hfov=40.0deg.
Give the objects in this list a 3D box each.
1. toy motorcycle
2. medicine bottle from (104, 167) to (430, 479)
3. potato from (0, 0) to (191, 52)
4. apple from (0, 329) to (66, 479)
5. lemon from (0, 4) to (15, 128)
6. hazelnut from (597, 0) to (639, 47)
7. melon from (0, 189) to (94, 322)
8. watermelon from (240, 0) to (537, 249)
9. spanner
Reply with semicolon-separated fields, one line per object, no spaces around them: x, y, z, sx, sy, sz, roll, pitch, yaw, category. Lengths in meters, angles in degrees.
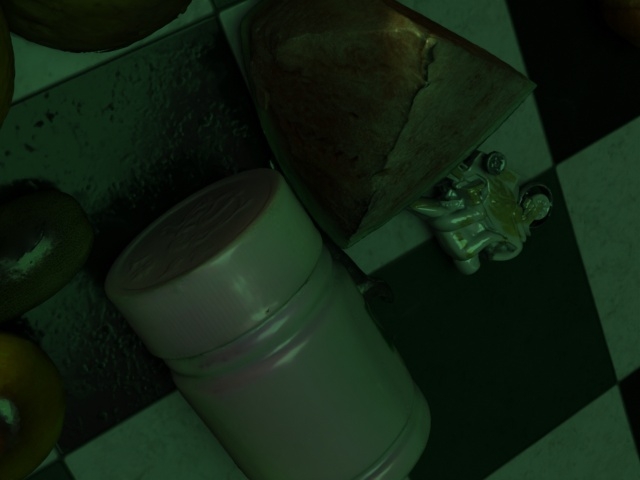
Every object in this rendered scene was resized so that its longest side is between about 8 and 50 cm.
0.186;-0.035;1.072;0.229;0.074;0.151;20;95;-31;toy motorcycle
-0.046;0.112;0.908;0.212;0.212;0.325;-40;115;-14;medicine bottle
-0.180;-0.275;0.737;0.229;0.266;0.229;-3;98;-25;potato
-0.320;0.157;0.815;0.163;0.147;0.146;3;98;-25;apple
-0.358;-0.146;0.693;0.228;0.228;0.253;-32;142;-17;lemon
0.425;-0.316;1.099;0.150;0.150;0.150;-5;103;-25;hazelnut
-0.290;0.018;0.831;0.162;0.099;0.099;-38;114;-13;melon
0.085;-0.183;0.898;0.283;0.293;0.250;51;55;-13;watermelon
0.000;0.000;1.016;0.054;0.015;0.254;-48;116;-10;spanner
